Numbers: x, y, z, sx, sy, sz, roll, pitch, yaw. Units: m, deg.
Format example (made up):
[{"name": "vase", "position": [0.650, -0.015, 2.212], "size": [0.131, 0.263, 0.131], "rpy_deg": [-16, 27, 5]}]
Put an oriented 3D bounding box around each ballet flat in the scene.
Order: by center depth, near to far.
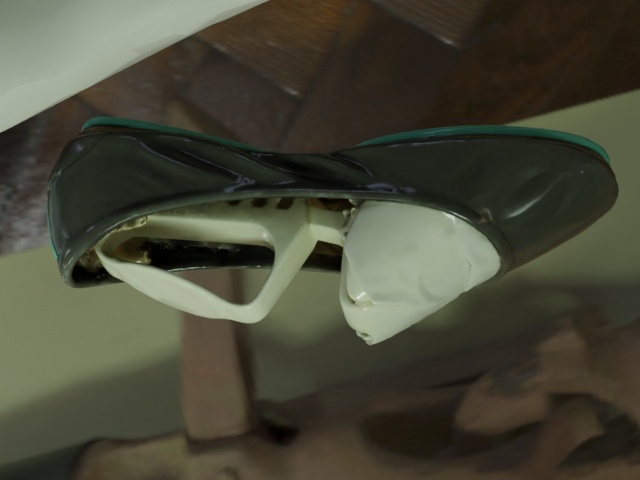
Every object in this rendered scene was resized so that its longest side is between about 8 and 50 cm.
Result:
[{"name": "ballet flat", "position": [0.000, 0.000, 0.911], "size": [0.280, 0.095, 0.096], "rpy_deg": [2, 60, 17]}]

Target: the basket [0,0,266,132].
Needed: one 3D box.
[{"name": "basket", "position": [-0.075, -0.233, 0.367], "size": [0.328, 0.266, 0.331], "rpy_deg": [-27, 125, -13]}]
